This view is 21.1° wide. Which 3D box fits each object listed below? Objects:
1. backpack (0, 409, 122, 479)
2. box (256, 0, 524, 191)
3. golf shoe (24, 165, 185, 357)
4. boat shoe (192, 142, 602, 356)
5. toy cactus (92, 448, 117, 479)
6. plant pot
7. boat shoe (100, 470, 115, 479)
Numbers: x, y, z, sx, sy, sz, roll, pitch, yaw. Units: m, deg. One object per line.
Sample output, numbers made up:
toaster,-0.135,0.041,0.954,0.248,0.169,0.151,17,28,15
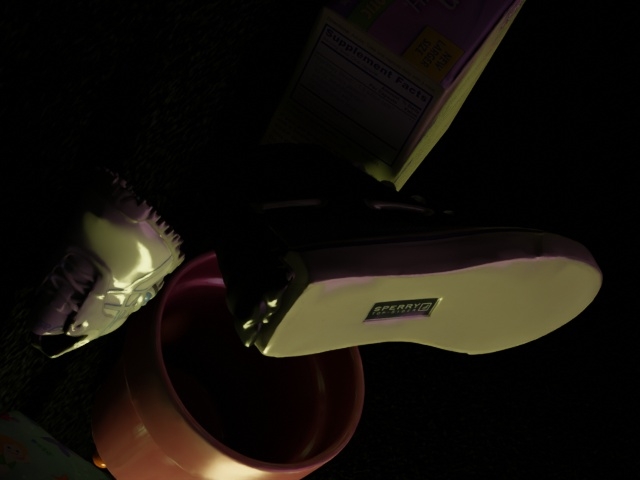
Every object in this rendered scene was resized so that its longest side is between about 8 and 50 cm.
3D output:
backpack,-0.207,0.232,0.991,0.253,0.191,0.225,-62,173,13
box,0.060,-0.141,1.443,0.213,0.117,0.243,-52,175,-39
golf shoe,-0.130,0.022,0.983,0.086,0.069,0.176,-47,171,-23
boat shoe,0.062,-0.005,1.341,0.341,0.158,0.127,2,136,-38
toy cactus,-0.140,0.160,1.723,0.219,0.112,0.180,-31,147,-58
plant pot,-0.094,0.129,1.431,0.180,0.201,0.201,-37,-170,46
boat shoe,-0.261,0.288,1.327,0.307,0.111,0.104,-46,180,3
